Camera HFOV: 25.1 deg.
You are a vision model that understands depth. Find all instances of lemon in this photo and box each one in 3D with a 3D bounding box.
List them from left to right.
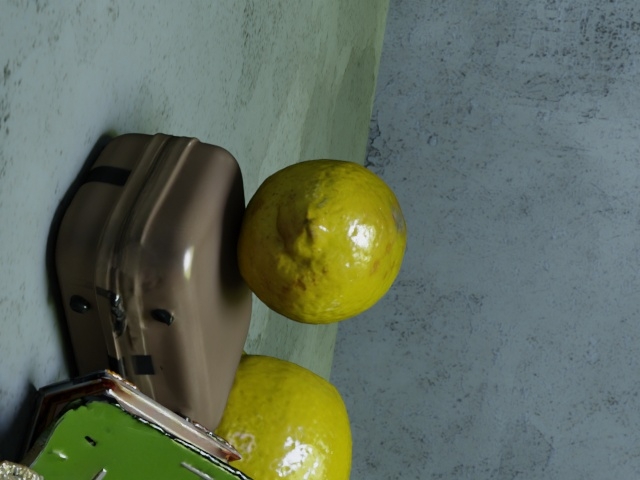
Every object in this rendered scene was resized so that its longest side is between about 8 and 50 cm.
[{"bbox_3d":[-0.085,0.259,1.603,0.240,0.240,0.219,84,14,-57],"label":"lemon"},{"bbox_3d":[0.000,0.000,1.416,0.207,0.170,0.170,-8,107,-73],"label":"lemon"}]

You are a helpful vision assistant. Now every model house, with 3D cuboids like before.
[{"bbox_3d":[-0.189,0.240,1.329,0.207,0.294,0.154,-50,-145,4],"label":"model house"}]

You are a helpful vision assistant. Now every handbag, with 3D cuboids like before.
[{"bbox_3d":[-0.151,0.024,1.457,0.302,0.149,0.283,85,18,-46],"label":"handbag"}]

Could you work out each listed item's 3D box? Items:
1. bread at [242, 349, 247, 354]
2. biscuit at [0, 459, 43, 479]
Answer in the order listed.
[{"bbox_3d":[-0.124,0.245,1.899,0.383,0.112,0.166,79,21,-63],"label":"bread"},{"bbox_3d":[-0.271,0.231,1.163,0.120,0.015,0.120,-27,133,-34],"label":"biscuit"}]
